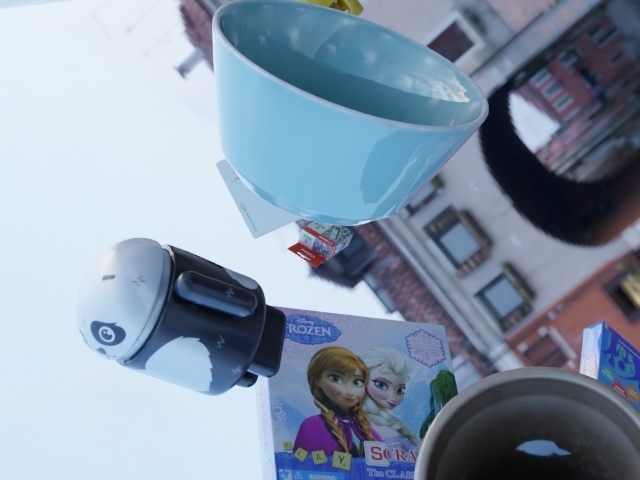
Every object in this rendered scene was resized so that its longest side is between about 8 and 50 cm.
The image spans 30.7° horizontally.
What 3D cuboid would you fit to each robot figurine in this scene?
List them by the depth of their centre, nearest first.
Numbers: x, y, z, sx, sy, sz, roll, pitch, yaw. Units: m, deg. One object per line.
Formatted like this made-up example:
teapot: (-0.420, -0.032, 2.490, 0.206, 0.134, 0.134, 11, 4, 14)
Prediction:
robot figurine: (-0.183, 0.106, 1.531, 0.278, 0.209, 0.174, 24, -161, -26)

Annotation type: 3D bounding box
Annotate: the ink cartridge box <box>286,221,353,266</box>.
ink cartridge box: (0.000, 0.000, 1.936, 0.062, 0.029, 0.115, 32, -148, 17)

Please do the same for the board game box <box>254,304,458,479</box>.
board game box: (0.061, 0.257, 1.758, 0.318, 0.066, 0.318, 7, -131, -19)

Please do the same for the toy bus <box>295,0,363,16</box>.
toy bus: (-0.023, -0.404, 1.811, 0.202, 0.191, 0.104, 0, -175, -28)

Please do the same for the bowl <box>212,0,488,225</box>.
bowl: (0.012, -0.129, 1.284, 0.311, 0.163, 0.312, 15, -153, -8)

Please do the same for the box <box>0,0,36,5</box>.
box: (-0.470, -0.495, 1.918, 0.290, 0.279, 0.177, -19, -81, -42)

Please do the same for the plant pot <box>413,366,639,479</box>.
plant pot: (0.240, 0.299, 1.278, 0.263, 0.263, 0.229, 59, 173, 30)

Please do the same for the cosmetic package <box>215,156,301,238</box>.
cosmetic package: (-0.008, -0.139, 2.034, 0.160, 0.309, 0.113, 62, -155, -6)

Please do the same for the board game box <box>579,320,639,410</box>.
board game box: (0.498, 0.262, 1.940, 0.160, 0.047, 0.210, 38, -135, -22)
